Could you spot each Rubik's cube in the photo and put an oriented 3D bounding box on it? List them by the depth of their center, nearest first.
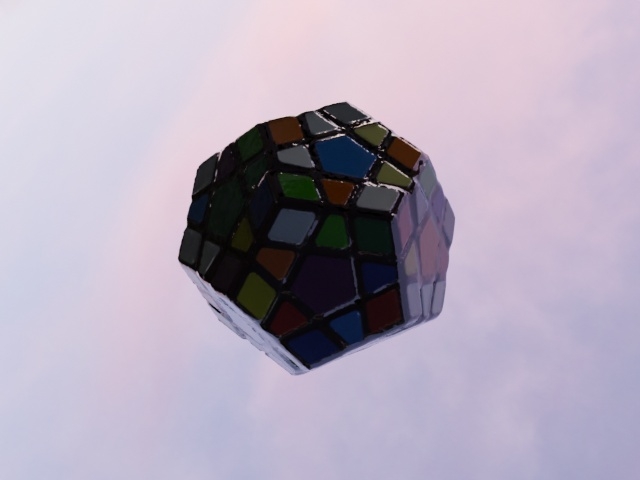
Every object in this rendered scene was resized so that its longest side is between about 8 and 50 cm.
[{"bbox_3d":[0.000,0.000,0.498,0.112,0.133,0.133,105,-29,-43],"label":"Rubik's cube"}]
